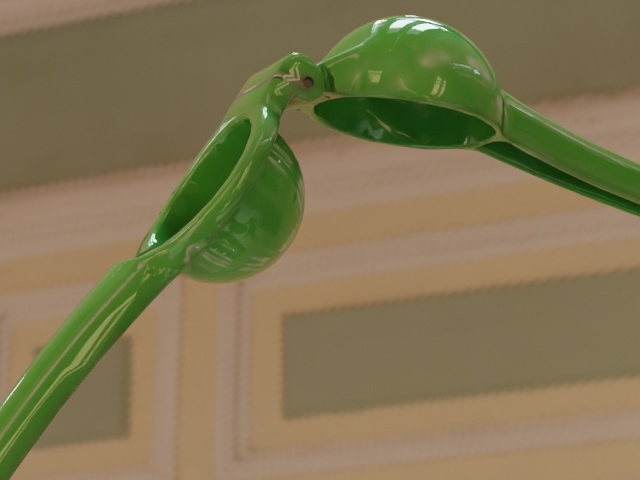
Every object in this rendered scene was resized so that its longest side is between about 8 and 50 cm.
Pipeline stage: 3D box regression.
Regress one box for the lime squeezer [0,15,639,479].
[{"bbox_3d":[0.000,0.000,0.535,0.310,0.110,0.059,-21,-161,-28],"label":"lime squeezer"}]
